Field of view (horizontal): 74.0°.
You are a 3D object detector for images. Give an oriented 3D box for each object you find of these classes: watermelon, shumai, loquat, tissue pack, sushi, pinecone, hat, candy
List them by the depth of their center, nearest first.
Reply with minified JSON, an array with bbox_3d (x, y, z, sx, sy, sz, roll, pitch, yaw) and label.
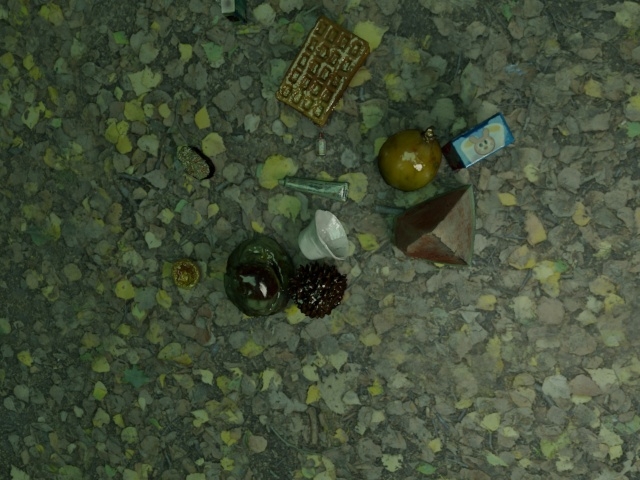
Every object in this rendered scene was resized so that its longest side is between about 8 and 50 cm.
[{"bbox_3d":[0.482,-0.300,1.334,0.157,0.306,0.100,-29,91,12],"label":"candy"},{"bbox_3d":[0.305,-0.280,1.408,0.213,0.213,0.246,38,141,5],"label":"loquat"},{"bbox_3d":[0.382,-0.068,1.422,0.283,0.292,0.250,0,67,12],"label":"watermelon"},{"bbox_3d":[-0.322,-0.840,1.529,0.079,0.111,0.085,0,96,12],"label":"tissue pack"},{"bbox_3d":[-0.013,0.170,1.532,0.221,0.221,0.221,1,96,11],"label":"pinecone"},{"bbox_3d":[0.000,0.000,1.543,0.126,0.203,0.203,-28,90,29],"label":"hat"},{"bbox_3d":[-0.258,0.157,1.552,0.304,0.263,0.309,-28,91,11],"label":"shumai"},{"bbox_3d":[-0.479,-0.297,1.637,0.090,0.078,0.150,-44,88,12],"label":"sushi"}]

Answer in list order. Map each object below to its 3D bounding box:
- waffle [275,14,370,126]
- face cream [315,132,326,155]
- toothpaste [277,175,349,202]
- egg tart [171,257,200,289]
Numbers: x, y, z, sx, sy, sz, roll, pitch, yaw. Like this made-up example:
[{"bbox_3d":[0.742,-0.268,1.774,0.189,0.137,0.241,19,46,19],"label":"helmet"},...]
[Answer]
[{"bbox_3d":[0.005,-0.592,1.503,0.224,0.098,0.327,35,101,7],"label":"waffle"},{"bbox_3d":[0.001,-0.354,1.567,0.040,0.021,0.083,0,96,10],"label":"face cream"},{"bbox_3d":[-0.028,-0.200,1.578,0.268,0.047,0.069,10,79,7],"label":"toothpaste"},{"bbox_3d":[-0.541,0.131,1.710,0.130,0.052,0.130,1,98,10],"label":"egg tart"}]
